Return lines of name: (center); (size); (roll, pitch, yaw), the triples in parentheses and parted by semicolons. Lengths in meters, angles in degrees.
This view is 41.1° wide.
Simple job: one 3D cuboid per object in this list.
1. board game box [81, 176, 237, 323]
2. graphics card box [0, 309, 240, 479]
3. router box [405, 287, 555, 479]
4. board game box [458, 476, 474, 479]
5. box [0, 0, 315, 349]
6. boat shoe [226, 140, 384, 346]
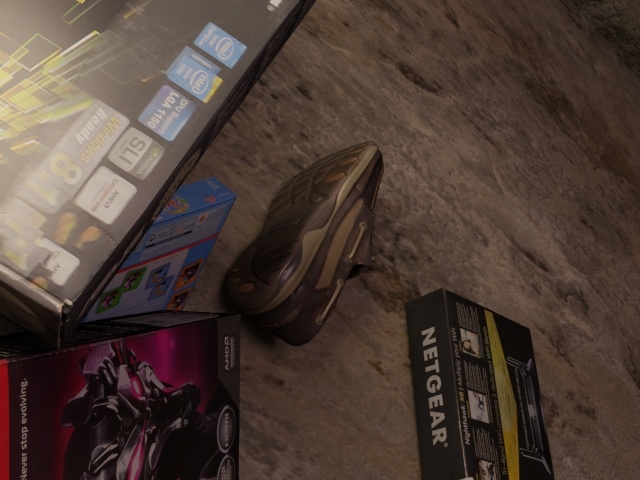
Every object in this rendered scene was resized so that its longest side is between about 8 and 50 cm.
board game box: (-0.177, 0.047, 0.805); (0.039, 0.211, 0.160); (39, 32, 18)
graphics card box: (-0.178, 0.182, 0.658); (0.371, 0.094, 0.233); (2, 89, -71)
router box: (0.245, 0.253, 1.296); (0.243, 0.081, 0.309); (26, 50, -39)
board game box: (0.198, 0.475, 0.889); (0.318, 0.066, 0.319); (-92, 160, -58)
box: (-0.200, -0.171, 0.596); (0.318, 0.097, 0.395); (34, 62, -4)
boat shoe: (0.000, 0.000, 1.134); (0.130, 0.132, 0.355); (58, 44, -24)
